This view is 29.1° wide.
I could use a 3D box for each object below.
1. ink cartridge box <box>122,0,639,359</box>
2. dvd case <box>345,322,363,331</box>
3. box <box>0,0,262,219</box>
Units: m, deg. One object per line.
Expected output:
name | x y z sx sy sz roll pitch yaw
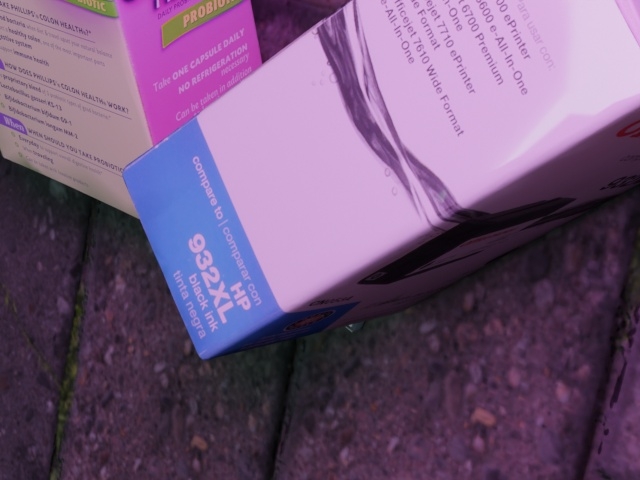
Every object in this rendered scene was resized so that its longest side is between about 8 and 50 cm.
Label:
ink cartridge box | 0.079 -0.061 0.699 0.307 0.223 0.129 -31 76 34
dvd case | 0.000 0.000 0.912 0.119 0.013 0.087 36 115 33
box | -0.161 -0.158 0.899 0.213 0.117 0.243 23 138 36
